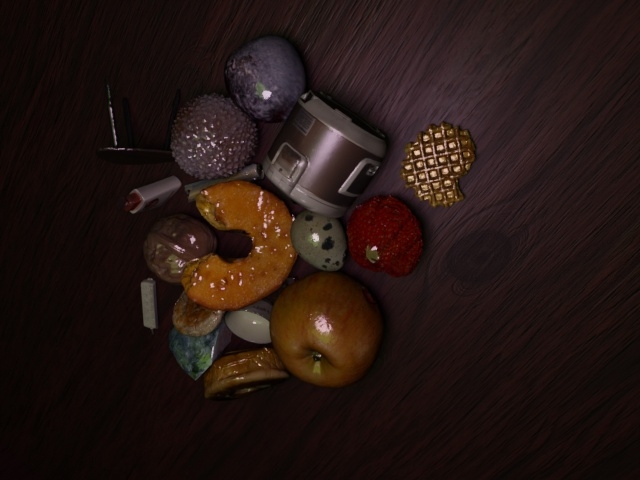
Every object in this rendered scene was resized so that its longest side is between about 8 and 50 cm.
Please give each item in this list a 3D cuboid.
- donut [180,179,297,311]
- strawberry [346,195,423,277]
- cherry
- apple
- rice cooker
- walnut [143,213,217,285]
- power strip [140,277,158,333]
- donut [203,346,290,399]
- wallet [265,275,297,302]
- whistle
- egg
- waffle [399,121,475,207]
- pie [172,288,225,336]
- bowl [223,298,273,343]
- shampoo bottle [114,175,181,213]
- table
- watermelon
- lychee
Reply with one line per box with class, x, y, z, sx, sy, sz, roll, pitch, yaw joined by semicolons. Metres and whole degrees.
donut;-0.278;0.024;1.620;0.377;0.163;0.436;16;87;-23
strawberry;0.193;-0.009;1.474;0.249;0.288;0.239;4;111;24
cherry;-0.170;-0.507;1.478;0.254;0.218;0.296;-23;68;-12
apple;0.017;0.301;1.588;0.399;0.333;0.401;4;104;17
rice cooker;0.006;-0.247;1.447;0.335;0.335;0.325;36;110;5
walnut;-0.516;0.030;1.739;0.273;0.273;0.227;10;138;15
power strip;-0.713;0.280;1.976;0.060;0.027;0.253;6;106;16
donut;-0.288;0.499;1.777;0.329;0.330;0.160;-27;69;22
wallet;-0.195;0.180;1.779;0.230;0.042;0.125;5;112;18
whistle;-0.356;-0.209;1.716;0.326;0.057;0.068;-13;99;21
egg;0.000;0.000;1.556;0.177;0.177;0.228;-34;85;22
waffle;0.379;-0.237;1.479;0.249;0.056;0.253;45;111;2
pie;-0.449;0.245;1.784;0.274;0.274;0.055;-22;139;21
bowl;-0.243;0.284;1.764;0.211;0.112;0.212;9;135;9
shampoo bottle;-0.636;-0.154;1.698;0.153;0.284;0.071;-35;94;24
table;-0.657;-0.415;1.681;0.317;0.317;0.249;-2;91;18
watermelon;-0.447;0.373;1.882;0.290;0.214;0.319;-50;42;-9
lychee;-0.354;-0.341;1.566;0.299;0.300;0.300;5;106;16
